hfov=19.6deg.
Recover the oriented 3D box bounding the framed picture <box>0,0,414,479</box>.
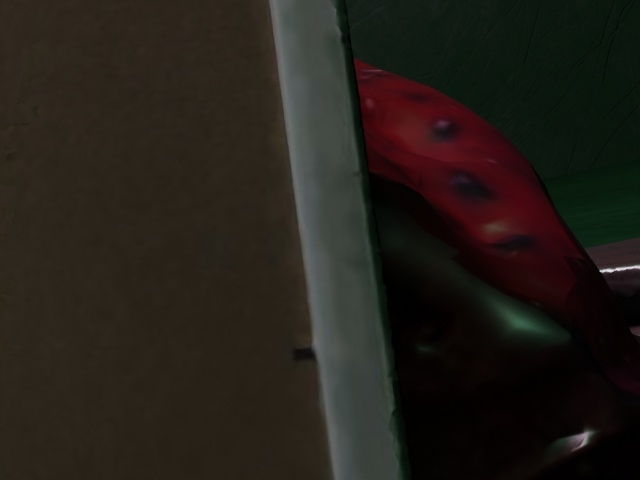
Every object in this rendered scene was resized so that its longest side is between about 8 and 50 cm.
[{"bbox_3d":[-0.099,-0.028,0.430,0.231,0.293,0.018,-11,-13,17],"label":"framed picture"}]

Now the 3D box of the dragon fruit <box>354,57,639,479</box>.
[{"bbox_3d":[-0.052,0.001,0.486,0.330,0.240,0.302,25,62,41],"label":"dragon fruit"}]

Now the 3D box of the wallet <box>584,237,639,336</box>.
[{"bbox_3d":[0.163,0.019,0.785,0.182,0.049,0.229,-11,1,32],"label":"wallet"}]
